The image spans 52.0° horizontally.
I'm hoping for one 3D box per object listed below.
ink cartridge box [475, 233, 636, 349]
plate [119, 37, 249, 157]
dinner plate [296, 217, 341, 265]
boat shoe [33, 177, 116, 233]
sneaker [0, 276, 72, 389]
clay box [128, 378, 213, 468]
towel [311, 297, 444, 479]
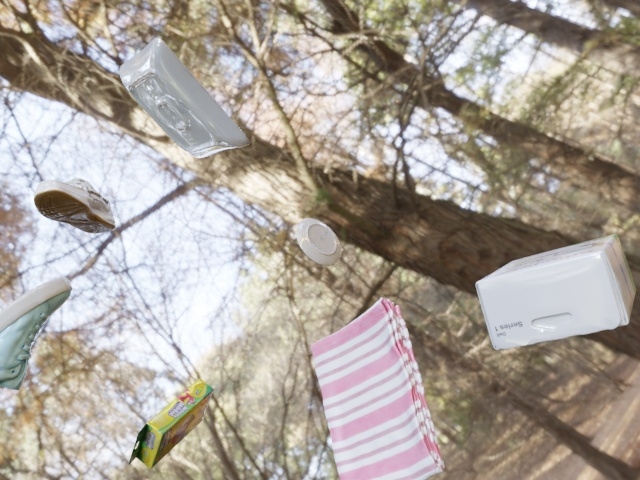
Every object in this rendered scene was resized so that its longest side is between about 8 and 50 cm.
[{"bbox_3d":[0.399,0.080,1.092,0.278,0.201,0.117,-12,-95,-62],"label":"ink cartridge box"},{"bbox_3d":[-0.309,-0.284,1.418,0.277,0.278,0.045,49,-114,-23],"label":"plate"},{"bbox_3d":[0.000,0.000,1.675,0.017,0.141,0.141,-41,-12,38],"label":"dinner plate"},{"bbox_3d":[-0.539,-0.091,1.436,0.098,0.096,0.277,-10,-14,3],"label":"boat shoe"},{"bbox_3d":[-0.653,0.233,1.380,0.366,0.150,0.135,-43,8,-23],"label":"sneaker"},{"bbox_3d":[-0.346,0.432,1.528,0.222,0.053,0.127,-39,-24,-55],"label":"clay box"},{"bbox_3d":[0.052,0.179,0.726,0.029,0.197,0.144,14,-40,-38],"label":"towel"}]
